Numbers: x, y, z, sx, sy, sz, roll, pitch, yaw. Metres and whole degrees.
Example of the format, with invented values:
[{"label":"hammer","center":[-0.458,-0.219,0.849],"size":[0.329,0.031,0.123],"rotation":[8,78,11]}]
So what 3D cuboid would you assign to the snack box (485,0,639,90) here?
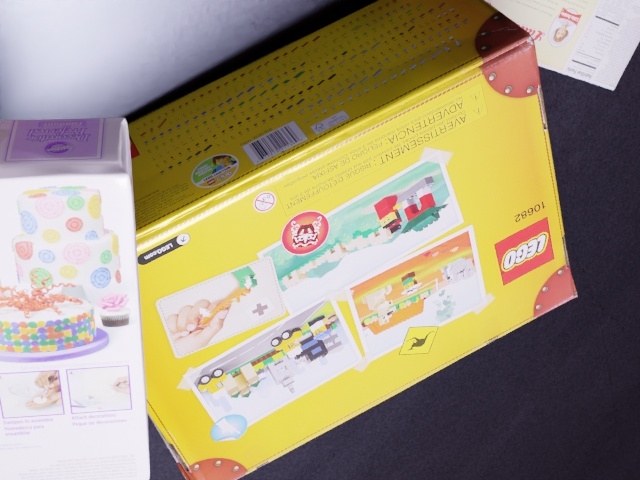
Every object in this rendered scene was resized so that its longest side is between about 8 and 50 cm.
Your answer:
[{"label":"snack box","center":[0.277,-0.303,1.209],"size":[0.322,0.060,0.187],"rotation":[9,115,-37]}]

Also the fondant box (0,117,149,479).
[{"label":"fondant box","center":[-0.268,0.065,0.841],"size":[0.238,0.096,0.330],"rotation":[-2,126,-8]}]

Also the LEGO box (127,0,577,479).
[{"label":"LEGO box","center":[0.000,0.000,1.100],"size":[0.500,0.193,0.372],"rotation":[-27,131,-7]}]
